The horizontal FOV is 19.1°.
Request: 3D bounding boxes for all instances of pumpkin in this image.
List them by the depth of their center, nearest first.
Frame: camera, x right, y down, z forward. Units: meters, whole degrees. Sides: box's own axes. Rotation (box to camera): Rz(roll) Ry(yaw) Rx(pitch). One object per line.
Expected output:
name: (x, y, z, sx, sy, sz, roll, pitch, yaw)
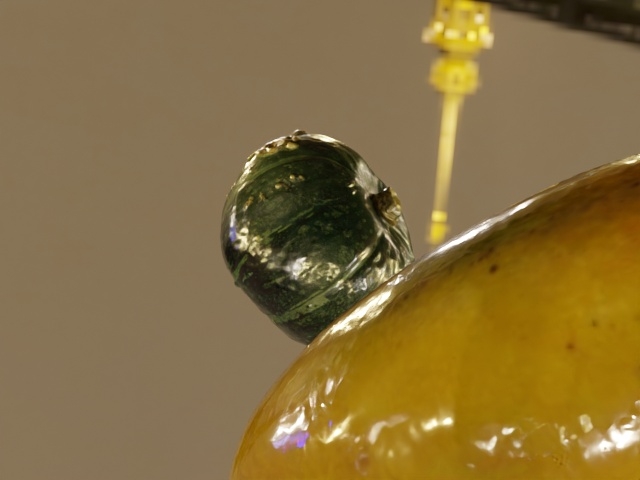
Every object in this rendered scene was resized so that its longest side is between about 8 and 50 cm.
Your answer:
pumpkin: (0.000, 0.001, 1.569, 0.146, 0.190, 0.190, -44, -149, 2)

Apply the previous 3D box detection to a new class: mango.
mango: (0.135, 0.107, 1.009, 0.300, 0.445, 0.232, 19, -128, -45)
